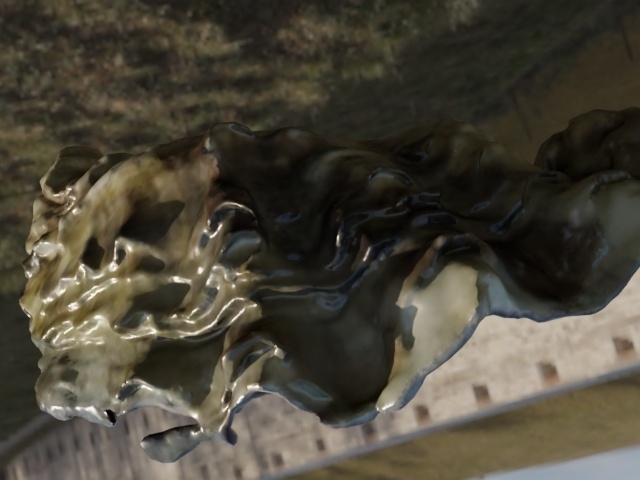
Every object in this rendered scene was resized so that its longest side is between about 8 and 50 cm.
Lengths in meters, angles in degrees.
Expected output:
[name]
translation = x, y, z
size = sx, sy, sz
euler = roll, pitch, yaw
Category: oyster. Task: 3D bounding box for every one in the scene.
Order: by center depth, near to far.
[oyster]
translation = 0.000, -0.002, 0.534
size = 0.351, 0.114, 0.238
euler = 5, -163, 43
